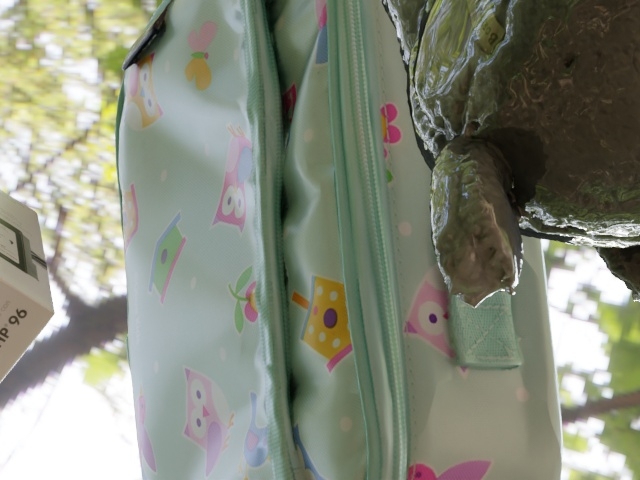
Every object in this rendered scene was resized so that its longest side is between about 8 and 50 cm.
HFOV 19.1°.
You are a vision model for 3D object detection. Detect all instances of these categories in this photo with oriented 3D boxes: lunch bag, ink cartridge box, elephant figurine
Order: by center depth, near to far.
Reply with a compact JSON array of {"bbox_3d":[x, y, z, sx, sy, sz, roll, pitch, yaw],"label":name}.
[{"bbox_3d":[-0.097,0.020,0.507,0.028,0.083,0.048,34,-77,-23],"label":"ink cartridge box"},{"bbox_3d":[0.147,-0.050,0.562,0.239,0.169,0.186,25,-78,-24],"label":"elephant figurine"},{"bbox_3d":[0.000,0.000,0.758,0.107,0.224,0.279,2,-109,-25],"label":"lunch bag"}]
